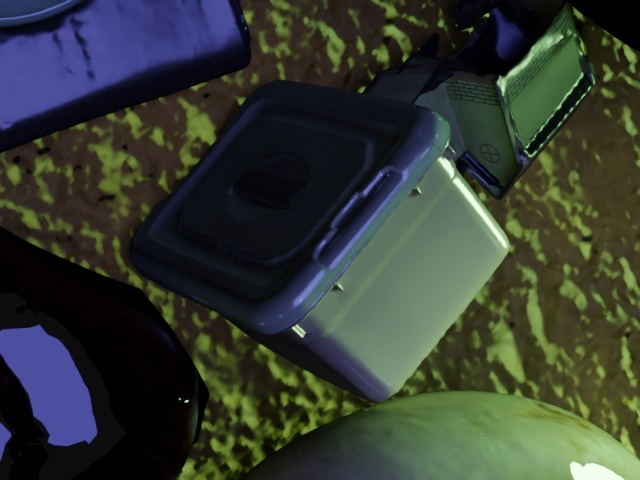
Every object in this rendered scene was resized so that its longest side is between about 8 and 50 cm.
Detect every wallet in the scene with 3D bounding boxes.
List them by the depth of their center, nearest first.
[{"bbox_3d":[-0.104,-0.073,0.542,0.157,0.018,0.082,-20,99,-17],"label":"wallet"}]

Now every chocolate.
[{"bbox_3d":[-0.101,0.047,0.517,0.149,0.080,0.125,-8,96,-18],"label":"chocolate"}]

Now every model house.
[{"bbox_3d":[0.059,-0.048,0.590,0.083,0.057,0.058,-50,135,-31],"label":"model house"}]

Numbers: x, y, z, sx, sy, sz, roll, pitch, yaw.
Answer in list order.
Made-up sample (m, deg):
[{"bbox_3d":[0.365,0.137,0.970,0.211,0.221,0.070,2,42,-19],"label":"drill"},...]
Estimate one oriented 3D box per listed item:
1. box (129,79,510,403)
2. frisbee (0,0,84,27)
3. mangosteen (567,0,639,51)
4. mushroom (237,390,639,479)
[{"bbox_3d":[0.000,0.000,0.534,0.089,0.122,0.062,-50,120,-12],"label":"box"},{"bbox_3d":[-0.110,-0.122,0.526,0.110,0.014,0.110,2,79,-12],"label":"frisbee"},{"bbox_3d":[0.141,-0.177,0.498,0.288,0.288,0.288,-1,93,-20],"label":"mangosteen"},{"bbox_3d":[0.051,0.157,0.500,0.207,0.215,0.207,-9,109,-26],"label":"mushroom"}]
